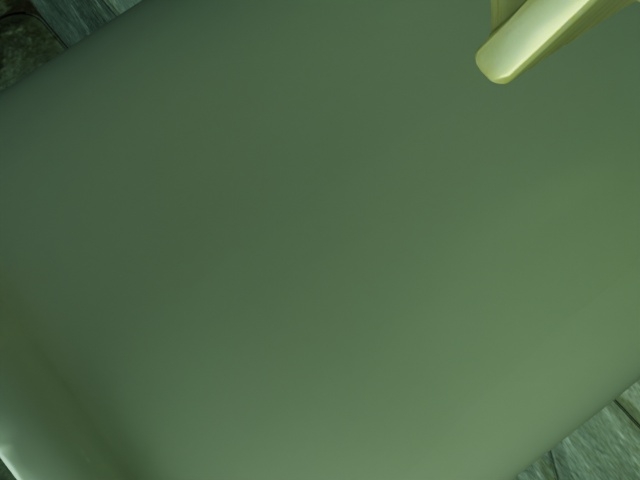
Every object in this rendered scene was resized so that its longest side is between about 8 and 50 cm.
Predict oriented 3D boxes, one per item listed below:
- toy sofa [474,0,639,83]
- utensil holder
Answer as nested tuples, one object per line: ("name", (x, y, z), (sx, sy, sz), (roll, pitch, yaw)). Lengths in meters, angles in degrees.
("toy sofa", (0.046, -0.253, 0.689), (0.362, 0.177, 0.150), (53, 141, 6))
("utensil holder", (0.000, 0.000, 1.028), (0.327, 0.385, 0.327), (51, 170, 12))
